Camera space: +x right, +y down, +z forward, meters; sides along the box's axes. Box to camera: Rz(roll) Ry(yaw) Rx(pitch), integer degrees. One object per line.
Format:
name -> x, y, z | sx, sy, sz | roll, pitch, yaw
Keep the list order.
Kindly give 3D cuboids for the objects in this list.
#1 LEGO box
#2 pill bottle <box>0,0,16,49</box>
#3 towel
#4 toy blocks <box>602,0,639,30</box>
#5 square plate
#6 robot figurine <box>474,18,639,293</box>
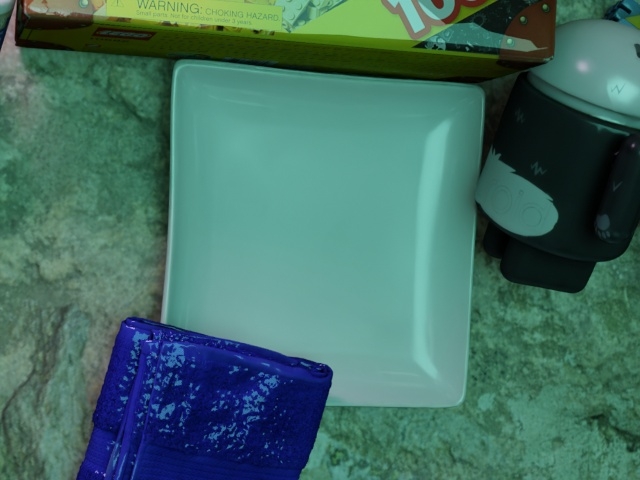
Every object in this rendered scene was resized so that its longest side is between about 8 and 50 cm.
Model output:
LEGO box -> -0.032, -0.361, 1.356 | 0.500, 0.193, 0.372 | 2, 90, -16
pill bottle -> -0.341, -0.167, 1.277 | 0.094, 0.094, 0.169 | 12, 124, -21
towel -> -0.125, 0.244, 1.377 | 0.227, 0.076, 0.308 | 15, 96, -21
toy blocks -> 0.404, -0.172, 1.576 | 0.261, 0.191, 0.381 | 34, 78, -6
square plate -> 0.000, 0.000, 1.459 | 0.344, 0.049, 0.347 | 2, 93, -22
robot figurine -> 0.264, -0.087, 1.441 | 0.173, 0.209, 0.278 | -12, 127, -53
